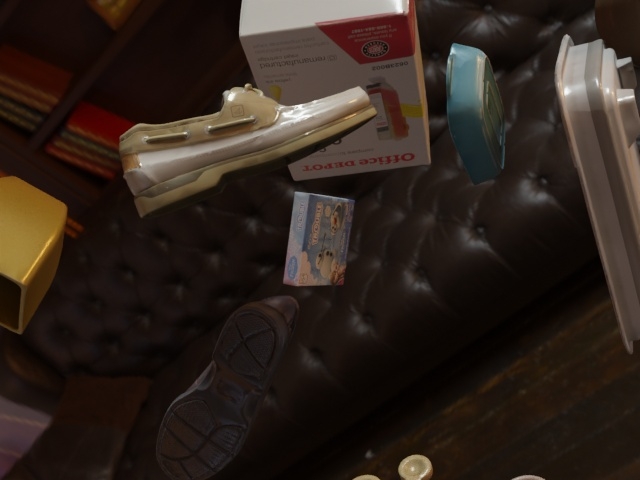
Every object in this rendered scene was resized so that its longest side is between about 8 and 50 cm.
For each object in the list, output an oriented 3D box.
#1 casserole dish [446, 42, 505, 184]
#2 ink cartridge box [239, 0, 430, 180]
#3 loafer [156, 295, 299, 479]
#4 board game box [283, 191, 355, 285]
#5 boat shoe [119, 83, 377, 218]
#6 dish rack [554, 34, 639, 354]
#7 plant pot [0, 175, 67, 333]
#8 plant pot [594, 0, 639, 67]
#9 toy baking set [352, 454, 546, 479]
[{"bbox_3d":[0.175,-0.137,0.926,0.037,0.188,0.114,-3,66,22],"label":"casserole dish"},{"bbox_3d":[0.043,-0.291,1.495,0.279,0.384,0.160,-6,56,10],"label":"ink cartridge box"},{"bbox_3d":[-0.111,0.194,1.083,0.302,0.109,0.095,-58,-13,26],"label":"loafer"},{"bbox_3d":[0.000,0.000,0.838,0.020,0.090,0.090,9,93,32],"label":"board game box"},{"bbox_3d":[-0.083,-0.127,0.966,0.302,0.103,0.113,-22,-2,-13],"label":"boat shoe"},{"bbox_3d":[0.349,-0.068,0.965,0.072,0.332,0.285,-12,19,23],"label":"dish rack"},{"bbox_3d":[-0.229,0.002,0.614,0.083,0.081,0.081,-63,3,-36],"label":"plant pot"},{"bbox_3d":[0.474,-0.305,1.056,0.263,0.263,0.229,-54,16,-2],"label":"plant pot"},{"bbox_3d":[0.087,0.245,0.646,0.256,0.030,0.197,5,37,34],"label":"toy baking set"}]
